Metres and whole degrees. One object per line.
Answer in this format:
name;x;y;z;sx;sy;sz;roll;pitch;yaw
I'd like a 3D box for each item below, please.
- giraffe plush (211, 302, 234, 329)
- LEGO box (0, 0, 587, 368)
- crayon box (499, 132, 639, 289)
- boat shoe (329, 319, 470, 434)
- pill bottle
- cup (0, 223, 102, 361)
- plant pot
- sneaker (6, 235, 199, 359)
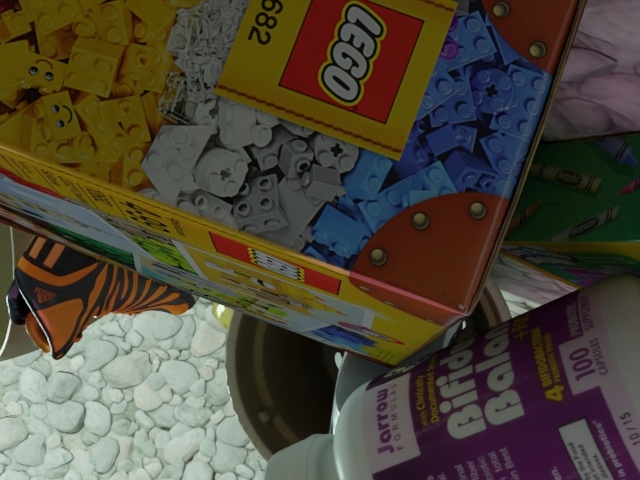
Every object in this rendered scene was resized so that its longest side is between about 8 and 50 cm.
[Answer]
giraffe plush;-0.127;0.001;1.744;0.170;0.181;0.210;40;-168;25
LEGO box;-0.073;-0.078;0.851;0.373;0.193;0.500;20;172;3
crayon box;0.248;-0.005;0.944;0.165;0.081;0.278;24;172;-21
boat shoe;0.077;0.081;1.167;0.113;0.306;0.105;17;140;-1
pill bottle;0.116;0.153;0.933;0.302;0.169;0.169;-26;152;19
cup;-0.371;-0.006;1.857;0.237;0.331;0.331;-5;-173;-32
plant pot;0.079;0.137;1.638;0.334;0.333;0.305;19;-177;8
sneaker;-0.279;0.065;1.628;0.125;0.180;0.321;32;174;31
